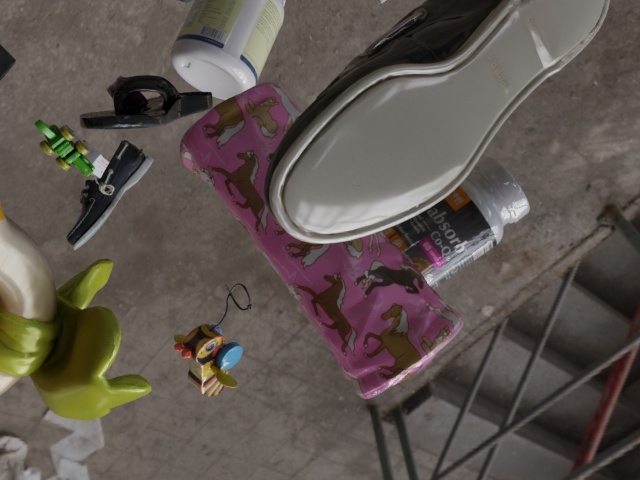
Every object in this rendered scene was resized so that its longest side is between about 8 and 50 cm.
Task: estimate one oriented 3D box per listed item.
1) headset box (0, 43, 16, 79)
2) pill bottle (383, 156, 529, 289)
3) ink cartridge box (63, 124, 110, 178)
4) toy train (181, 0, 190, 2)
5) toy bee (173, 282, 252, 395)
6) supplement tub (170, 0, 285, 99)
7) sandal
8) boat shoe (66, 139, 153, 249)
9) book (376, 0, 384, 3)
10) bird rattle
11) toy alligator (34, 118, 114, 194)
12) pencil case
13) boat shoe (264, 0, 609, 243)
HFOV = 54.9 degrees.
[{"bbox_3d":[-0.857,-0.343,1.375,0.283,0.246,0.131,-17,131,26],"label":"headset box"},{"bbox_3d":[0.236,-0.023,1.151,0.278,0.162,0.162,-37,125,2],"label":"pill bottle"},{"bbox_3d":[-0.676,-0.246,1.791,0.180,0.104,0.060,39,84,7],"label":"ink cartridge box"},{"bbox_3d":[-0.256,-0.374,0.731,0.334,0.190,0.142,16,93,10],"label":"toy train"},{"bbox_3d":[-0.273,0.248,1.419,0.162,0.195,0.298,-20,115,-46],"label":"toy bee"},{"bbox_3d":[-0.236,-0.569,1.647,0.235,0.325,0.235,19,165,5],"label":"supplement tub"},{"bbox_3d":[-0.382,-0.315,1.355,0.167,0.446,0.107,1,109,13],"label":"sandal"},{"bbox_3d":[-0.514,-0.112,1.450,0.091,0.302,0.114,40,141,-19],"label":"boat shoe"},{"bbox_3d":[0.097,-0.486,1.026,0.096,0.035,0.144,-37,112,5],"label":"book"},{"bbox_3d":[-0.248,0.064,0.371,0.253,0.143,0.207,-21,133,-19],"label":"bird rattle"},{"bbox_3d":[-0.460,-0.159,1.152,0.056,0.051,0.189,-38,130,0],"label":"toy alligator"},{"bbox_3d":[0.000,0.000,0.726,0.386,0.167,0.160,52,125,8],"label":"pencil case"},{"bbox_3d":[0.084,-0.116,0.473,0.335,0.095,0.112,-39,118,-16],"label":"boat shoe"}]
